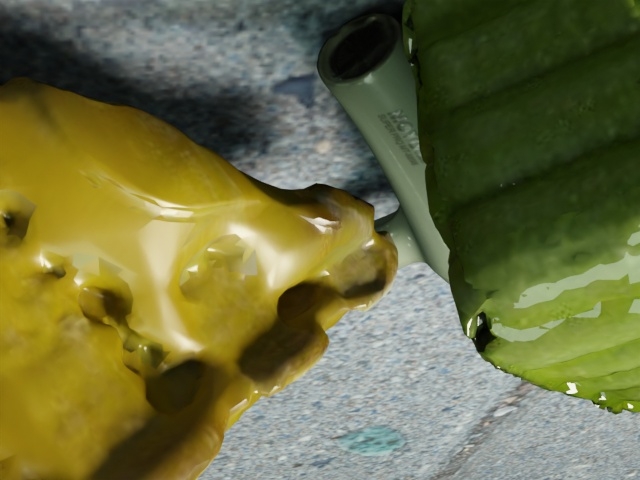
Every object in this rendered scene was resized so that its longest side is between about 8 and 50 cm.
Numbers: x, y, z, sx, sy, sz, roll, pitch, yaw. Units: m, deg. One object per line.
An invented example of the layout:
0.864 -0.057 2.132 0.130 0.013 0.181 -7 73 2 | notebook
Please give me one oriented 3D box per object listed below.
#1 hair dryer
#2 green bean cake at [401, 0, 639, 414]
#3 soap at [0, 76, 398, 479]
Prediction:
0.004 -0.022 0.557 0.267 0.092 0.229 -7 144 11 | hair dryer
0.128 -0.039 0.431 0.113 0.200 0.214 -20 155 31 | green bean cake
-0.166 -0.028 0.444 0.169 0.339 0.304 -32 -173 47 | soap
